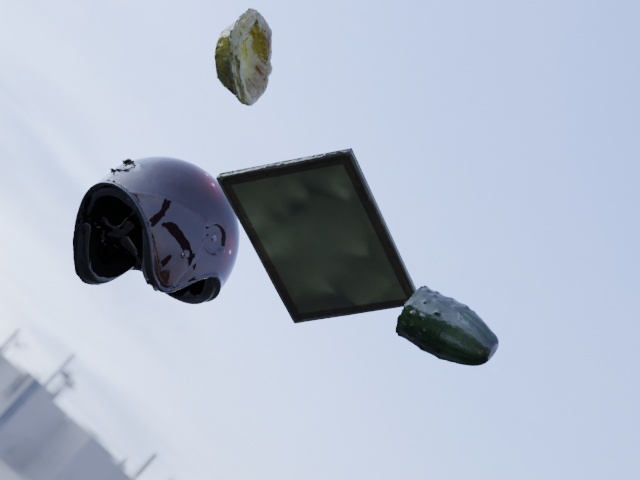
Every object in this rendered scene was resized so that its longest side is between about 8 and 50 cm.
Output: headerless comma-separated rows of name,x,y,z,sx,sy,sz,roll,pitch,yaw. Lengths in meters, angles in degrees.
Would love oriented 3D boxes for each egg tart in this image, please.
egg tart,-0.083,-0.192,1.616,0.039,0.105,0.105,6,-33,20

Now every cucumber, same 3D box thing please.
cucumber,0.134,0.088,1.593,0.107,0.067,0.035,26,-25,30

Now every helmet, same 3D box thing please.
helmet,-0.202,-0.009,1.950,0.189,0.193,0.216,2,-39,47

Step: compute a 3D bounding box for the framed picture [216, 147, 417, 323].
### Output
framed picture,0.000,0.000,1.774,0.173,0.010,0.231,-9,-54,24
